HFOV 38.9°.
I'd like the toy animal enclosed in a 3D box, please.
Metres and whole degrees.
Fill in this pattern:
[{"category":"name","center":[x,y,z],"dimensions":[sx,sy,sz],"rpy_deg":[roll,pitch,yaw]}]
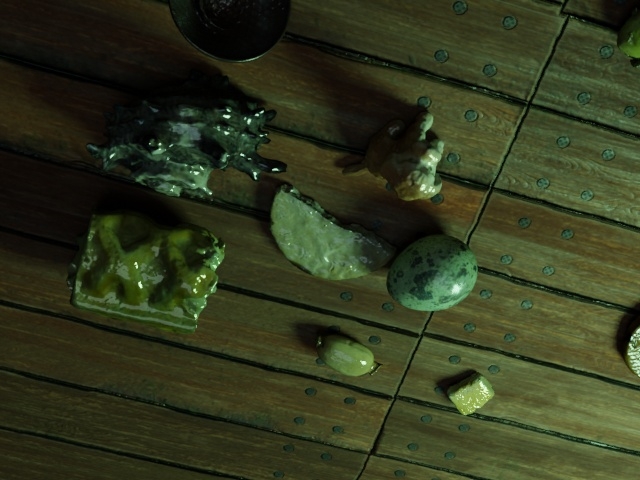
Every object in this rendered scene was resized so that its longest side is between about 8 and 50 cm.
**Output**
[{"category":"toy animal","center":[0.116,-0.109,1.470],"dimensions":[0.183,0.185,0.104],"rpy_deg":[-26,120,17]}]

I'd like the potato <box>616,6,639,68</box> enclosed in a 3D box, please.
[{"category":"potato","center":[0.559,-0.342,1.369],"dimensions":[0.225,0.090,0.117],"rpy_deg":[-24,125,23]}]

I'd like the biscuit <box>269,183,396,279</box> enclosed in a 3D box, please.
[{"category":"biscuit","center":[0.001,0.004,1.634],"dimensions":[0.250,0.032,0.133],"rpy_deg":[28,118,-16]}]

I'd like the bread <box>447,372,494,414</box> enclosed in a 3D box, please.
[{"category":"bread","center":[0.301,0.306,1.817],"dimensions":[0.083,0.035,0.070],"rpy_deg":[-35,116,14]}]

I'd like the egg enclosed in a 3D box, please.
[{"category":"egg","center":[0.195,0.060,1.608],"dimensions":[0.172,0.132,0.132],"rpy_deg":[-23,119,28]}]

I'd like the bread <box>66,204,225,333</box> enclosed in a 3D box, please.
[{"category":"bread","center":[-0.309,0.051,1.584],"dimensions":[0.252,0.238,0.196],"rpy_deg":[18,81,-14]}]

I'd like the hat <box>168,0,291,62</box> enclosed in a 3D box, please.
[{"category":"hat","center":[-0.146,-0.359,1.386],"dimensions":[0.193,0.082,0.193],"rpy_deg":[1,87,-21]}]

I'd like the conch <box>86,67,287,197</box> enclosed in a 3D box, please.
[{"category":"conch","center":[-0.215,-0.148,1.469],"dimensions":[0.312,0.186,0.241],"rpy_deg":[-12,151,-12]}]

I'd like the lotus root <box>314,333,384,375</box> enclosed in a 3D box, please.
[{"category":"lotus root","center":[0.053,0.226,1.754],"dimensions":[0.150,0.062,0.073],"rpy_deg":[26,120,-13]}]

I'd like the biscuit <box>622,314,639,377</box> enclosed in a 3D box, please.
[{"category":"biscuit","center":[0.686,0.194,1.735],"dimensions":[0.212,0.036,0.212],"rpy_deg":[0,122,0]}]
